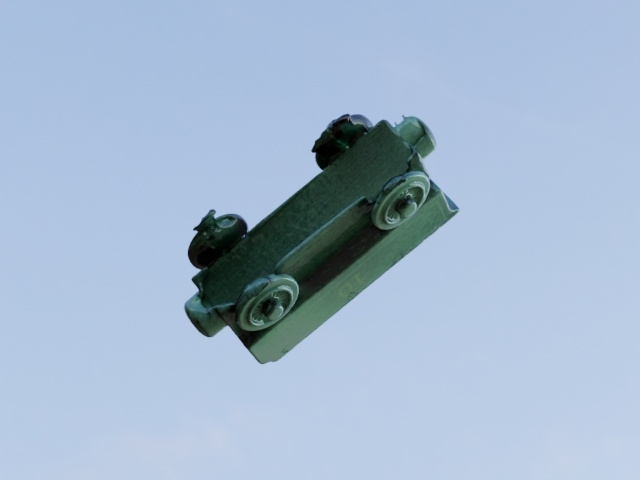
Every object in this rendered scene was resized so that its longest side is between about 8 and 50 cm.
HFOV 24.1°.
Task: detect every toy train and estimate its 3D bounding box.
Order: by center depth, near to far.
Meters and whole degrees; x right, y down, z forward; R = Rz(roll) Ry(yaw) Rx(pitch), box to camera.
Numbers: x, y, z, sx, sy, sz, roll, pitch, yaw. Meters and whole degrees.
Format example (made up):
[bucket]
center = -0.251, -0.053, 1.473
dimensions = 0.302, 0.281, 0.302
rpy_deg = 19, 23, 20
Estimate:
[toy train]
center = 0.000, 0.000, 0.850
dimensions = 0.172, 0.070, 0.099
rpy_deg = -39, -30, -4
